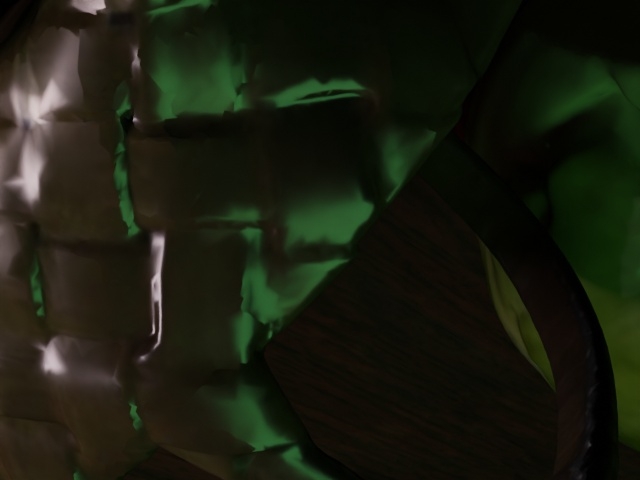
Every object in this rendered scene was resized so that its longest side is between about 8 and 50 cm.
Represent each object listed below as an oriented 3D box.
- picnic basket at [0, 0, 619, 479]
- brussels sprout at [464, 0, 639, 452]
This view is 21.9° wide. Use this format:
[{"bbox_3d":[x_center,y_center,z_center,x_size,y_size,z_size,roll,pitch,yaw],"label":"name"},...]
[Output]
[{"bbox_3d":[0.000,0.000,0.675,0.337,0.293,0.337,5,123,8],"label":"picnic basket"},{"bbox_3d":[0.221,-0.032,0.893,0.289,0.281,0.354,-30,142,4],"label":"brussels sprout"}]
